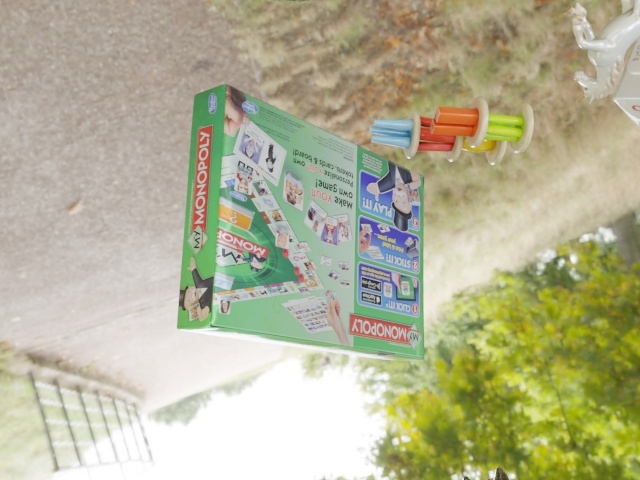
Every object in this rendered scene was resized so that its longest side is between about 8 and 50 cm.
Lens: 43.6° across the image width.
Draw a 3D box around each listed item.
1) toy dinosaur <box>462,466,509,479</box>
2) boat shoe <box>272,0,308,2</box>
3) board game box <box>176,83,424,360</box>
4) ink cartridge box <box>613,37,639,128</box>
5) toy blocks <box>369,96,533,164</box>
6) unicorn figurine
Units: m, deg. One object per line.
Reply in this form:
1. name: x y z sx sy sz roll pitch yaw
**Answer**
1. toy dinosaur: 0.163 0.201 0.465 0.121 0.160 0.314 -71 -176 -46
2. boat shoe: -0.005 -0.141 0.340 0.073 0.080 0.223 26 -171 16
3. board game box: 0.000 0.000 0.794 0.046 0.214 0.317 -8 163 39
4. ink cartridge box: 0.533 -0.198 1.043 0.232 0.168 0.171 31 168 -38
5. toy blocks: 0.135 -0.119 0.858 0.148 0.054 0.123 3 174 -9
6. unicorn figurine: 0.321 -0.228 0.891 0.162 0.111 0.060 -39 -157 23
